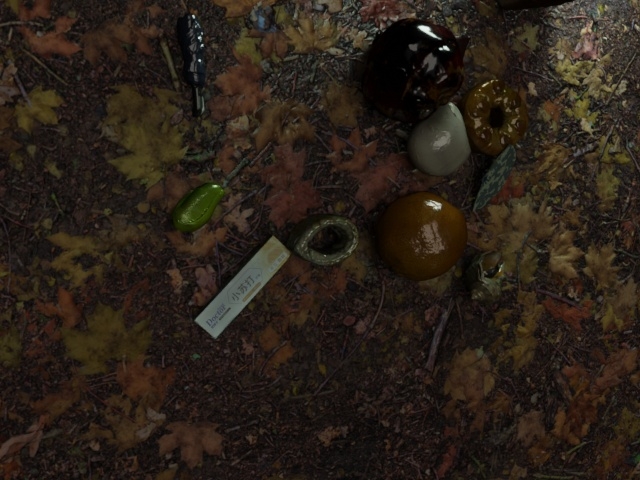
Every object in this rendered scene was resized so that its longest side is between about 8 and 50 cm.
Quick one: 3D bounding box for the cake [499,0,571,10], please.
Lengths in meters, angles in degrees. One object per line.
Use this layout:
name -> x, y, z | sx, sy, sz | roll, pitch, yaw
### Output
cake -> 0.652, -0.832, 1.614 | 0.255, 0.282, 0.291 | -10, 104, -11

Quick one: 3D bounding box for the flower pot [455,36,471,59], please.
flower pot -> 0.381, -0.550, 1.641 | 0.111, 0.111, 0.089 | -5, 110, -19

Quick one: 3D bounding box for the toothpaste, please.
toothpaste -> -0.210, 0.123, 1.523 | 0.089, 0.071, 0.313 | 44, 82, -14

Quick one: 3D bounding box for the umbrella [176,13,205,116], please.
umbrella -> -0.319, -0.443, 1.427 | 0.070, 0.071, 0.249 | -12, 104, -18

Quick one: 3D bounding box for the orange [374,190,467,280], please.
orange -> 0.281, -0.010, 1.587 | 0.264, 0.264, 0.264 | -2, 97, -19

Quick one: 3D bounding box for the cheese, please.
cheese -> 0.344, -0.276, 1.615 | 0.189, 0.154, 0.198 | -36, 132, -6

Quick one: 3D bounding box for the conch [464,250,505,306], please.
conch -> 0.524, 0.110, 1.745 | 0.207, 0.130, 0.155 | -39, 139, -29

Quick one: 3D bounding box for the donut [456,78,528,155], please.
donut -> 0.514, -0.369, 1.696 | 0.226, 0.114, 0.227 | -2, 97, -20

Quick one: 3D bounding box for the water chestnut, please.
water chestnut -> 0.245, -0.468, 1.532 | 0.288, 0.244, 0.289 | -1, 121, -2

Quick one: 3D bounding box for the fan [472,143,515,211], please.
fan -> 0.538, -0.189, 1.727 | 0.131, 0.009, 0.240 | -1, 126, -38

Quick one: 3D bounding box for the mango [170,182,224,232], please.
mango -> -0.319, -0.086, 1.459 | 0.165, 0.074, 0.091 | -44, 102, -23

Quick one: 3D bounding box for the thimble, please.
thimble -> 0.000, 0.000, 1.540 | 0.190, 0.143, 0.138 | -18, 102, -17
